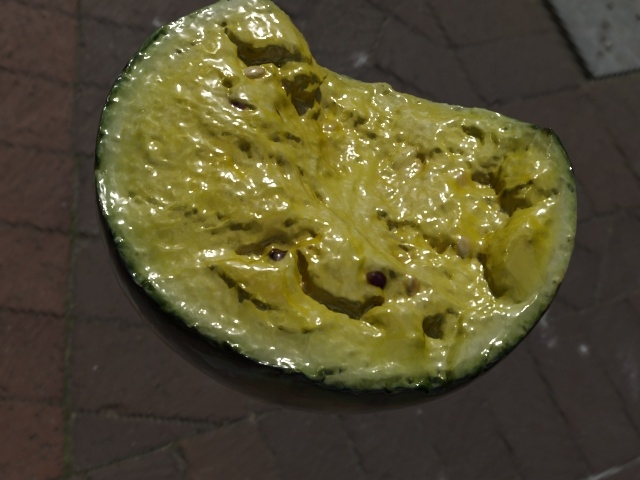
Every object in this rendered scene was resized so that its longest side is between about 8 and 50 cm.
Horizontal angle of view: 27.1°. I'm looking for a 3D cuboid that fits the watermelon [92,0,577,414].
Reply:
[{"bbox_3d":[0.000,0.000,0.941,0.331,0.189,0.330,4,59,-7],"label":"watermelon"}]
